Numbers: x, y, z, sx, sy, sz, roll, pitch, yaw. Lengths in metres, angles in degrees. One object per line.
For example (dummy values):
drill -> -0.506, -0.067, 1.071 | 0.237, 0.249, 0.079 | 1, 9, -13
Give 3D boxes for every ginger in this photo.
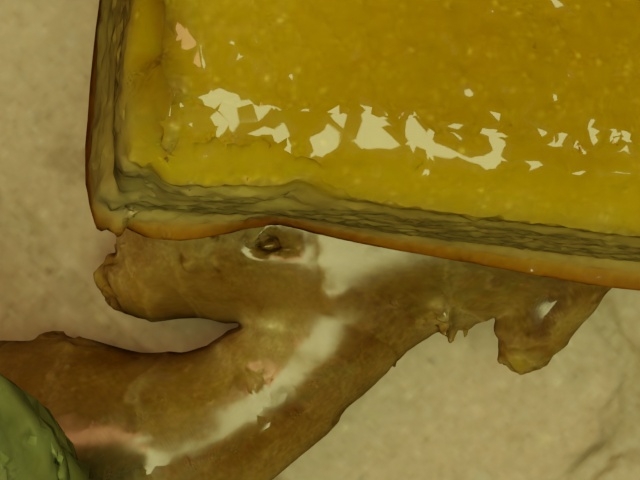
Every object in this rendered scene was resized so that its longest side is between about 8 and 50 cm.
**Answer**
ginger -> -0.004, 0.013, 0.916 | 0.348, 0.122, 0.363 | 18, 86, 2

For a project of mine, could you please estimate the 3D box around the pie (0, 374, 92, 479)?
pie -> -0.283, 0.158, 0.764 | 0.395, 0.418, 0.180 | -2, 61, -24

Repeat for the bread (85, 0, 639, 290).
bread -> 0.073, -0.149, 0.822 | 0.333, 0.143, 0.323 | 8, 76, -10
